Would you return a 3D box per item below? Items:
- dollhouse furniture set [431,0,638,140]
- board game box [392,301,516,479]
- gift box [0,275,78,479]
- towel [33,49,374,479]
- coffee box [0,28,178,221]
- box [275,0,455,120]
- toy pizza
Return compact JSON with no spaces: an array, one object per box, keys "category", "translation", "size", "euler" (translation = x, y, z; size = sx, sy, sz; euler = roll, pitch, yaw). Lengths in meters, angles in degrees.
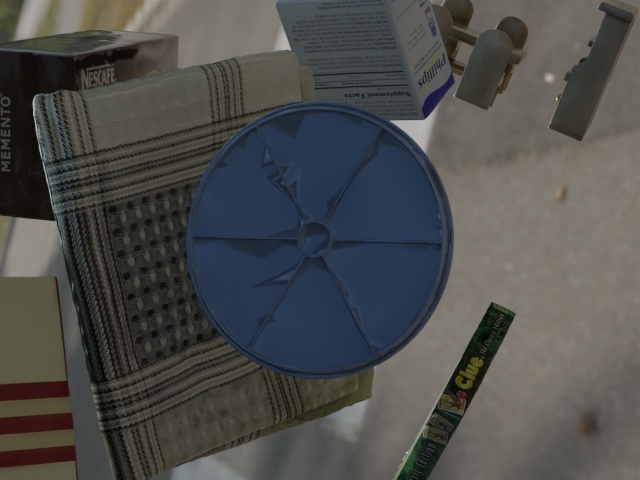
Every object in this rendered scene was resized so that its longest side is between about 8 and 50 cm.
[{"category":"dollhouse furniture set","translation":[0.234,-0.244,2.201],"size":[0.212,0.242,0.161],"euler":[-41,-26,-74]},{"category":"board game box","translation":[0.098,0.178,1.642],"size":[0.136,0.030,0.259],"euler":[-60,-5,-42]},{"category":"gift box","translation":[-0.323,0.163,1.246],"size":[0.255,0.258,0.276],"euler":[-23,71,44]},{"category":"towel","translation":[-0.074,0.012,1.483],"size":[0.056,0.324,0.312],"euler":[-9,94,40]},{"category":"coffee box","translation":[-0.253,-0.126,1.919],"size":[0.297,0.119,0.168],"euler":[-30,-56,-72]},{"category":"box","translation":[0.044,-0.188,1.768],"size":[0.072,0.126,0.137],"euler":[-50,-49,-43]},{"category":"toy pizza","translation":[0.000,0.000,1.341],"size":[0.032,0.201,0.201],"euler":[9,-84,-73]}]
